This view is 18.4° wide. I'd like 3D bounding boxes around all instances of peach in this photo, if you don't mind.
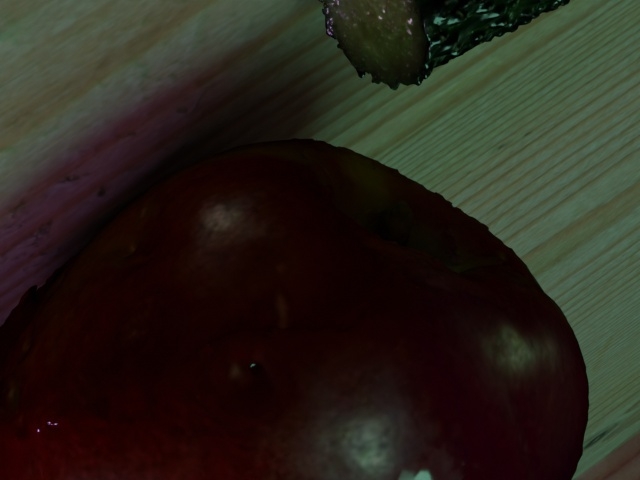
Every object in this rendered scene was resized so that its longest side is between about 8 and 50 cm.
[{"bbox_3d":[-0.045,0.139,1.242,0.416,0.353,0.339,-61,179,25],"label":"peach"}]

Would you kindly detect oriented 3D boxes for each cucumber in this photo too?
[{"bbox_3d":[0.161,-0.199,1.195,0.359,0.096,0.096,-30,162,-30],"label":"cucumber"}]
